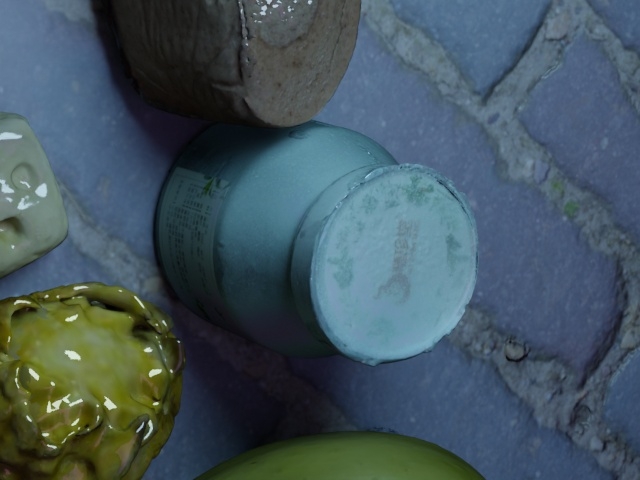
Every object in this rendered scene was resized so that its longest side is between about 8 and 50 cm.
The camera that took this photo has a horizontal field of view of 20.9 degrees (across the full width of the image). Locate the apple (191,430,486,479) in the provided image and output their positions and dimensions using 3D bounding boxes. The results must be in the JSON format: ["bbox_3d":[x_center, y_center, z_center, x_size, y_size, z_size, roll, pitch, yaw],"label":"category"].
[{"bbox_3d":[0.006,0.412,1.746,0.473,0.473,0.474,-5,101,-30],"label":"apple"}]

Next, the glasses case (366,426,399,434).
[{"bbox_3d":[0.115,0.329,2.007,0.109,0.067,0.282,-48,120,-13],"label":"glasses case"}]

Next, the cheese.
[{"bbox_3d":[-0.371,-0.017,1.643,0.263,0.093,0.159,-26,109,-25],"label":"cheese"}]

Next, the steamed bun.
[{"bbox_3d":[-0.080,-0.270,1.690,0.199,0.251,0.301,-21,113,-36],"label":"steamed bun"}]

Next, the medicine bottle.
[{"bbox_3d":[0.000,0.000,1.753,0.245,0.290,0.245,-6,101,-31],"label":"medicine bottle"}]

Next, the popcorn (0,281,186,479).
[{"bbox_3d":[-0.248,0.155,1.674,0.250,0.190,0.250,12,70,-36],"label":"popcorn"}]
